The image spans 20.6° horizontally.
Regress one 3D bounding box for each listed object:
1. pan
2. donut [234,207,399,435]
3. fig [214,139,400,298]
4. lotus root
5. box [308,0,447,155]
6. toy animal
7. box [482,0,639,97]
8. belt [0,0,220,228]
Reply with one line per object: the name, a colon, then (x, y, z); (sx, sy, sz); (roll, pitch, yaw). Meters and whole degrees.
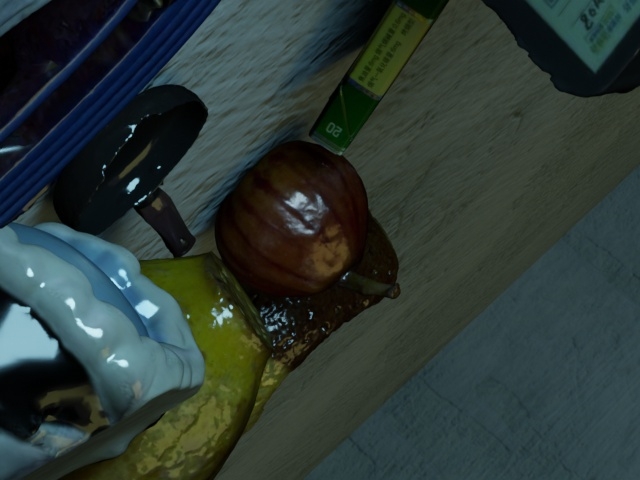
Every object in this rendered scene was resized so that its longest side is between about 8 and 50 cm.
pan: (-0.112, -0.036, 1.123); (0.115, 0.040, 0.212); (-45, 164, -8)
donut: (-0.045, 0.071, 1.580); (0.295, 0.112, 0.151); (-47, 171, 1)
fig: (-0.006, -0.015, 1.385); (0.128, 0.150, 0.128); (-170, -90, -90)
lotus root: (-0.151, 0.119, 1.187); (0.291, 0.193, 0.193); (-45, 170, 19)
box: (0.073, -0.173, 1.236); (0.235, 0.034, 0.132); (-55, -178, 46)
toy animal: (-0.183, 0.067, 0.954); (0.208, 0.156, 0.204); (-30, 175, 11)
box: (0.191, -0.263, 0.966); (0.058, 0.211, 0.350); (-15, 151, -48)
belt: (-0.171, -0.062, 0.632); (0.347, 0.117, 0.212); (-43, 170, -4)
